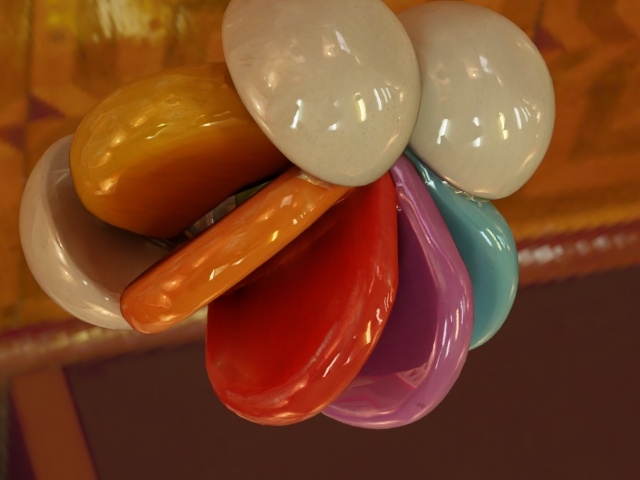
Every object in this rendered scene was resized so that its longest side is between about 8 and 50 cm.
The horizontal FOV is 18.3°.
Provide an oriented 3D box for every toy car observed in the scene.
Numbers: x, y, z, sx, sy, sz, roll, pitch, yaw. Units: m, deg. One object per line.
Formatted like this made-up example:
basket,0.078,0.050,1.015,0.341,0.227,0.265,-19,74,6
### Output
toy car,0.000,0.000,0.690,0.159,0.136,0.182,-36,156,34
